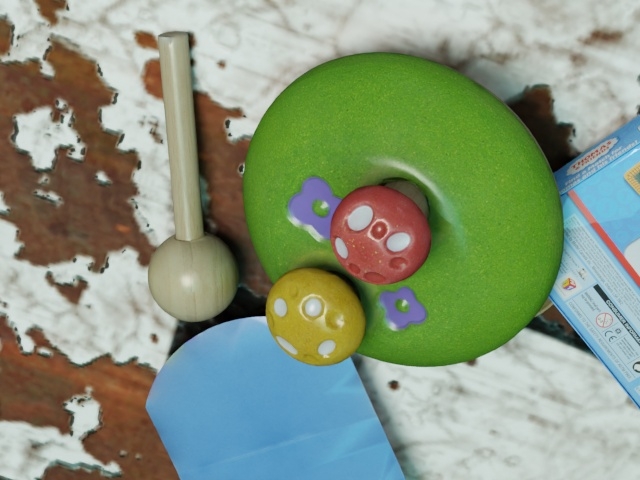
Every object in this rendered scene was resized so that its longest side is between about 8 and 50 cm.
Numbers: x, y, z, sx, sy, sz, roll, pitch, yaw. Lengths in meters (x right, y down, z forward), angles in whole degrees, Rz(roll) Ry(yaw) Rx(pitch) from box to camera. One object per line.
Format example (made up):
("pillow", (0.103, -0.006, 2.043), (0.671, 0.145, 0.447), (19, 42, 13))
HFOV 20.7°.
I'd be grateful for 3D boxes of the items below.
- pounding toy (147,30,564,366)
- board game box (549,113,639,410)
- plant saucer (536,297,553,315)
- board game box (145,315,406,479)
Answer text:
("pounding toy", (0.000, 0.000, 0.916), (0.236, 0.110, 0.183), (11, 121, 21))
("board game box", (0.227, -0.010, 0.944), (0.211, 0.039, 0.160), (-34, 108, 18))
("plant saucer", (0.101, 0.009, 0.992), (0.083, 0.015, 0.083), (3, 117, 6))
("board game box", (-0.024, 0.118, 1.059), (0.133, 0.033, 0.169), (-19, 106, 18))
